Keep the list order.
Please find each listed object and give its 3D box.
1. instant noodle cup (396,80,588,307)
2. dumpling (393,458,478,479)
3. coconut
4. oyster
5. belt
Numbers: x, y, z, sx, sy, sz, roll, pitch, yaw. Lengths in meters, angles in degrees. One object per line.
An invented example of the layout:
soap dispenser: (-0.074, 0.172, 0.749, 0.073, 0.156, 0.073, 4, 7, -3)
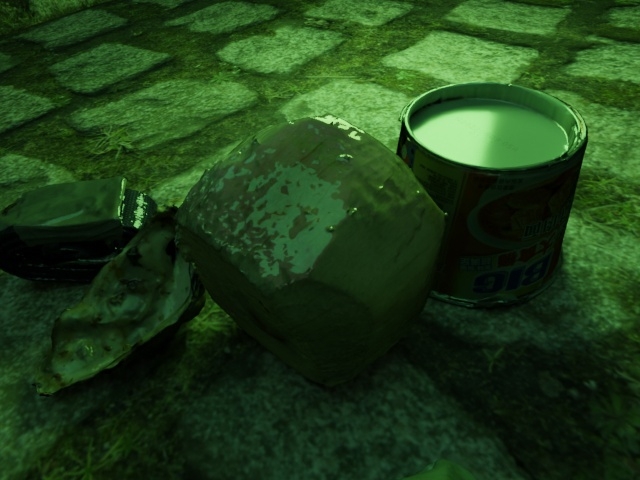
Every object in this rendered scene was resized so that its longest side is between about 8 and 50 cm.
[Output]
instant noodle cup: (0.224, -0.082, 0.623, 0.296, 0.214, 0.297, -4, 44, 4)
dumpling: (0.019, 0.284, 0.284, 0.320, 0.270, 0.212, -20, 24, -7)
coconut: (0.000, 0.000, 0.516, 0.297, 0.297, 0.255, 28, 65, 30)
oyster: (-0.260, 0.081, 0.591, 0.294, 0.094, 0.166, -41, 74, -13)
belt: (-0.371, -0.005, 0.661, 0.230, 0.140, 0.126, -5, 42, -6)
